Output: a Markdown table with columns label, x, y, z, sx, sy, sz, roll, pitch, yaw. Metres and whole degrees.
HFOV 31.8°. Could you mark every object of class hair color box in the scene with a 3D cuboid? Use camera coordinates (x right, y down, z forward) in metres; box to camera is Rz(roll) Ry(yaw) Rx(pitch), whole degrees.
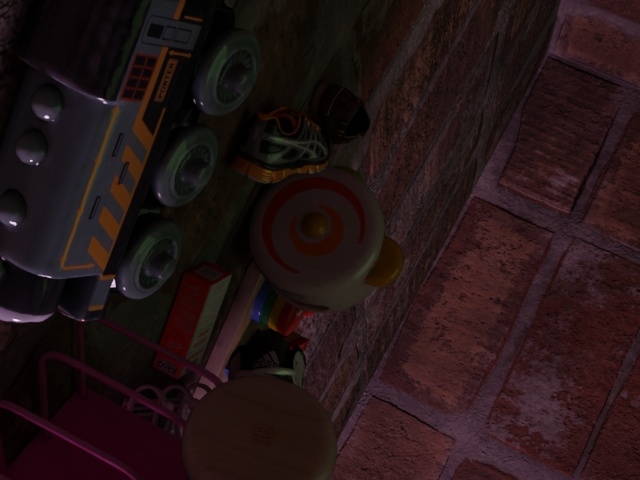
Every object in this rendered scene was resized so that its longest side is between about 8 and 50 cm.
| label | x | y | z | sx | sy | sz | roll | pitch | yaw |
| --- | --- | --- | --- | --- | --- | --- | --- | --- | --- |
| hair color box | -0.167 | 0.104 | 1.465 | 0.141 | 0.043 | 0.072 | -69 | 166 | 18 |

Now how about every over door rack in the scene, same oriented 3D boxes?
| label | x | y | z | sx | sy | sz | roll | pitch | yaw |
| --- | --- | --- | --- | --- | --- | --- | --- | --- | --- |
| over door rack | -0.240 | 0.351 | 1.513 | 0.324 | 0.108 | 0.239 | -64 | 166 | -1 |

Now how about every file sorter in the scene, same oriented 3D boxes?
| label | x | y | z | sx | sy | sz | roll | pitch | yaw |
| --- | --- | --- | --- | --- | --- | --- | --- | --- | --- |
| file sorter | -0.240 | 0.242 | 1.097 | 0.291 | 0.202 | 0.182 | -52 | 161 | -41 |

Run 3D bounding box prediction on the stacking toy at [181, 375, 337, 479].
| label | x | y | z | sx | sy | sz | roll | pitch | yaw |
| --- | --- | --- | --- | --- | --- | --- | --- | --- | --- |
| stacking toy | -0.071 | 0.279 | 1.114 | 0.141 | 0.141 | 0.330 | -53 | 163 | -38 |

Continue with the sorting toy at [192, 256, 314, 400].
| label | x | y | z | sx | sy | sz | roll | pitch | yaw |
| --- | --- | --- | --- | --- | --- | --- | --- | --- | --- |
| sorting toy | -0.077 | 0.147 | 1.798 | 0.257 | 0.089 | 0.255 | -66 | 167 | 10 |

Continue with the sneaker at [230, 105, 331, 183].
| label | x | y | z | sx | sy | sz | roll | pitch | yaw |
| --- | --- | --- | --- | --- | --- | --- | --- | --- | --- |
| sneaker | -0.038 | -0.133 | 1.444 | 0.215 | 0.084 | 0.083 | -34 | 143 | -64 |

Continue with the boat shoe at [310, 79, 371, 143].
| label | x | y | z | sx | sy | sz | roll | pitch | yaw |
| --- | --- | --- | --- | --- | --- | --- | --- | --- | --- |
| boat shoe | 0.038 | -0.179 | 1.672 | 0.073 | 0.073 | 0.207 | -65 | 168 | 0 |

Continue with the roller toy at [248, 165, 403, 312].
| label | x | y | z | sx | sy | sz | roll | pitch | yaw |
| --- | --- | --- | --- | --- | --- | --- | --- | --- | --- |
| roller toy | 0.000 | 0.000 | 1.583 | 0.191 | 0.209 | 0.146 | -26 | 161 | -1 |

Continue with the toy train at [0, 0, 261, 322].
| label | x | y | z | sx | sy | sz | roll | pitch | yaw |
| --- | --- | --- | --- | --- | --- | --- | --- | --- | --- |
| toy train | -0.176 | -0.082 | 0.909 | 0.190 | 0.142 | 0.334 | -4 | 122 | -61 |

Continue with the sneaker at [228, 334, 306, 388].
| label | x | y | z | sx | sy | sz | roll | pitch | yaw |
| --- | --- | --- | --- | --- | --- | --- | --- | --- | --- |
| sneaker | -0.100 | 0.234 | 1.474 | 0.447 | 0.169 | 0.258 | 96 | -5 | -70 |
